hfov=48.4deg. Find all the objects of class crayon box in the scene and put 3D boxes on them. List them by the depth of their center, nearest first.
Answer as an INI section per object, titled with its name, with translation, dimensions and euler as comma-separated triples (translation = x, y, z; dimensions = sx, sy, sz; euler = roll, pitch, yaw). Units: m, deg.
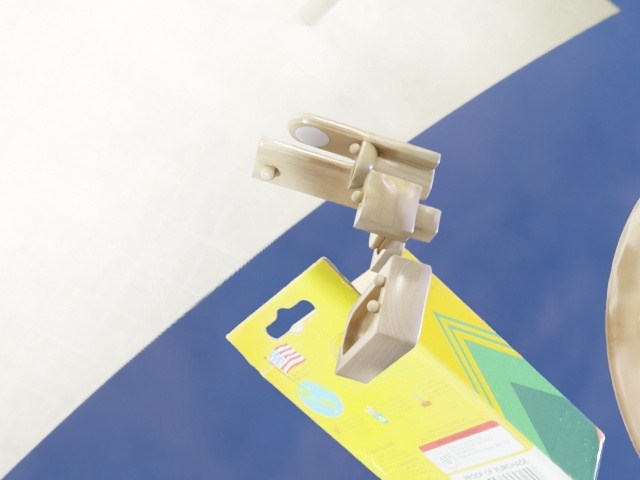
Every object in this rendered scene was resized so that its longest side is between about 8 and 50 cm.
[crayon box]
translation = 0.084, 0.141, 0.689
dimensions = 0.318, 0.202, 0.081
euler = 43, -133, -7

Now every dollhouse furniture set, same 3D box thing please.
[dollhouse furniture set]
translation = 0.000, 0.000, 0.482
dimensions = 0.123, 0.144, 0.151
euler = 17, -114, -4

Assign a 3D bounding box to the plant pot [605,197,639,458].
[plant pot]
translation = 0.256, 0.040, 0.293
dimensions = 0.237, 0.110, 0.237
euler = 2, -101, -9
